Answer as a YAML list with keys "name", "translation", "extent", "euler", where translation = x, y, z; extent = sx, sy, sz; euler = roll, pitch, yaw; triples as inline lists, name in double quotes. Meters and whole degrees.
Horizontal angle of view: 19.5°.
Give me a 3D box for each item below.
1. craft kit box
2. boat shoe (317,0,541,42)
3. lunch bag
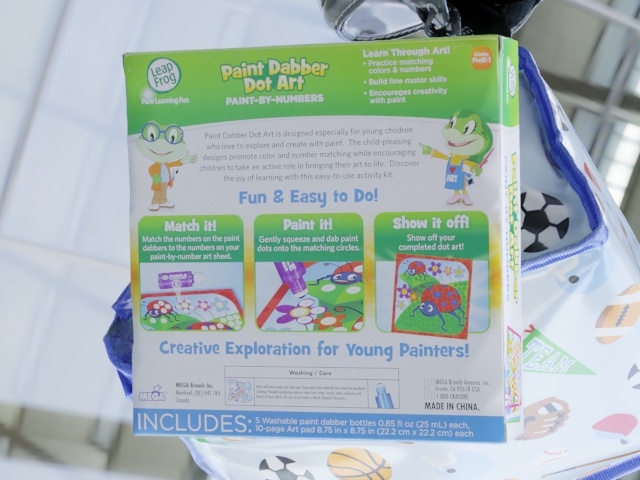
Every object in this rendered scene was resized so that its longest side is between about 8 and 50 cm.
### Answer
- name: "craft kit box"
  translation: [0.000, 0.000, 1.163]
  extent: [0.250, 0.061, 0.246]
  euler: [0, -86, 19]
- name: "boat shoe"
  translation: [0.122, -0.196, 1.395]
  extent: [0.340, 0.127, 0.113]
  euler: [-21, -111, 42]
- name: "lunch bag"
  translation: [0.066, 0.077, 1.458]
  extent: [0.385, 0.328, 0.239]
  euler: [-28, -133, 12]
